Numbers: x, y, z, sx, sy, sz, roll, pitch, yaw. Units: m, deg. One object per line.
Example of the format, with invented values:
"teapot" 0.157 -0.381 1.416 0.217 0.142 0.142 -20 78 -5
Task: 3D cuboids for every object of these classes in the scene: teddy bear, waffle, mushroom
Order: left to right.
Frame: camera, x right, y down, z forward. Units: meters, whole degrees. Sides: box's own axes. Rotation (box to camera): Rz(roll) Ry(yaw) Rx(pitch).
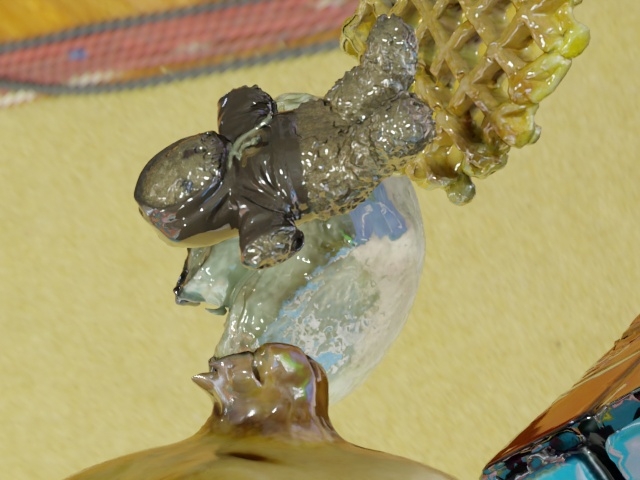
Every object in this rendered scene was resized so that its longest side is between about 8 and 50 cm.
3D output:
"teddy bear" -0.011 -0.038 0.984 0.160 0.078 0.119 -23 46 18
"mushroom" 0.006 0.006 1.661 0.164 0.189 0.267 -33 31 45
"waffle" 0.074 -0.117 1.113 0.191 0.038 0.191 -11 76 50

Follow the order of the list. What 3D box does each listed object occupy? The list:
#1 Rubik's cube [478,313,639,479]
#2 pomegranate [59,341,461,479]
"Rubik's cube" 0.308 0.131 1.090 0.293 0.283 0.288 -34 88 -41
"pomegranate" -0.032 0.217 0.849 0.307 0.307 0.307 -6 67 15
